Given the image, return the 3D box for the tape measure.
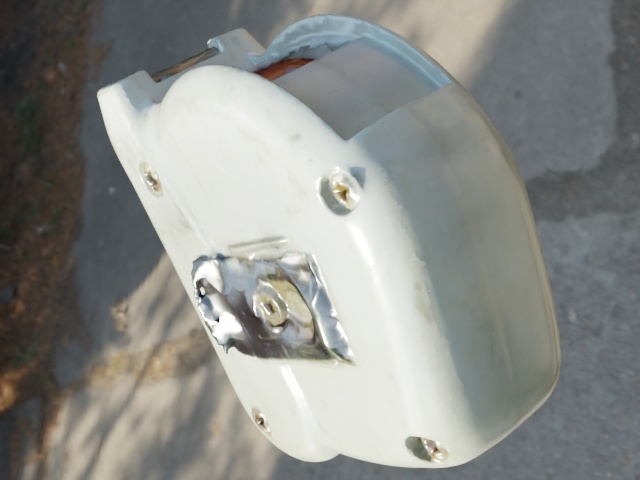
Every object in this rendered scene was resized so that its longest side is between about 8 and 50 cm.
[{"bbox_3d":[0.000,0.000,0.691,0.265,0.130,0.258,-6,110,58],"label":"tape measure"}]
